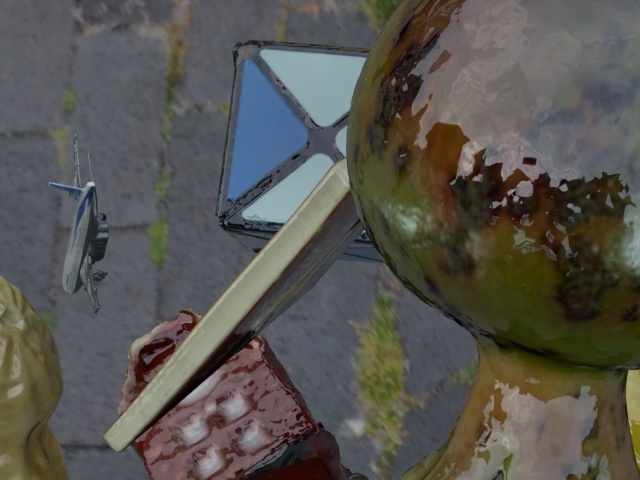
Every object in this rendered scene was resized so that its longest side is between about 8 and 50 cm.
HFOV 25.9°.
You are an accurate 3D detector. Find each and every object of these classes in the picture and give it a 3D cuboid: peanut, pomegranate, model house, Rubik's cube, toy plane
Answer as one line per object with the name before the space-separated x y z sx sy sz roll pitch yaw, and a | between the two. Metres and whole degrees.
peanut | -0.319 0.170 1.347 0.147 0.147 0.305 10 116 14
pomegranate | 0.068 0.000 0.440 0.156 0.156 0.220 24 89 17
model house | -0.077 0.186 1.260 0.160 0.196 0.254 -35 42 -5
Rubik's cube | 0.011 -0.107 1.799 0.247 0.248 0.250 5 85 7
toy plane | -0.259 -0.002 1.519 0.058 0.226 0.226 -7 59 -10

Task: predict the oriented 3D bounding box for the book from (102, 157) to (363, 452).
book | 0.000 0.000 1.038 0.028 0.374 0.262 44 116 3

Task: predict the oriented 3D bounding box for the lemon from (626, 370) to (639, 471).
lemon | 0.256 0.120 0.803 0.261 0.284 0.260 -29 29 18
